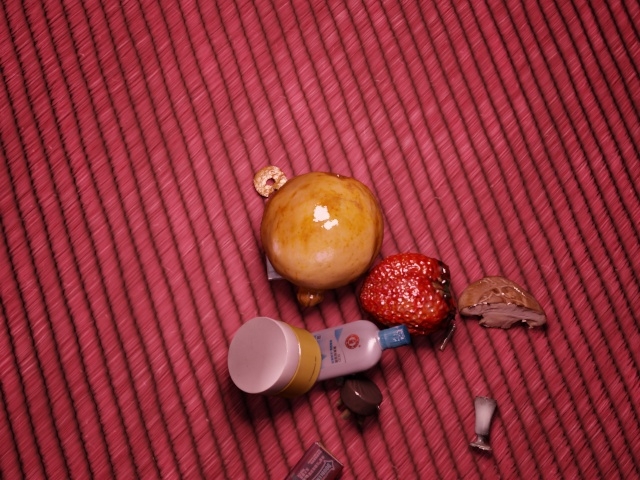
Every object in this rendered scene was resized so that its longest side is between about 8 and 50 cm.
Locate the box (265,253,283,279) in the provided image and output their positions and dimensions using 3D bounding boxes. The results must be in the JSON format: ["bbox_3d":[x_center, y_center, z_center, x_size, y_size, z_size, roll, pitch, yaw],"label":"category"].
[{"bbox_3d":[-0.136,0.049,1.886,0.084,0.040,0.154,-6,80,-3],"label":"box"}]

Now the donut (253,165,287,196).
[{"bbox_3d":[-0.166,-0.195,1.923,0.108,0.043,0.097,-21,83,-7],"label":"donut"}]

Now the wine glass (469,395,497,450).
[{"bbox_3d":[0.513,0.573,1.836,0.072,0.072,0.155,11,80,-3],"label":"wine glass"}]

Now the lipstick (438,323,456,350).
[{"bbox_3d":[0.413,0.315,1.895,0.019,0.019,0.094,33,79,1],"label":"lipstick"}]

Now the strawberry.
[{"bbox_3d":[0.266,0.177,1.807,0.289,0.238,0.250,-11,51,1],"label":"strawberry"}]

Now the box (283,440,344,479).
[{"bbox_3d":[-0.041,0.732,1.765,0.120,0.069,0.224,42,78,3],"label":"box"}]

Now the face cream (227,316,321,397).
[{"bbox_3d":[-0.132,0.348,1.719,0.218,0.179,0.218,-13,66,30],"label":"face cream"}]

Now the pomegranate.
[{"bbox_3d":[0.000,0.000,1.740,0.411,0.410,0.409,1,80,-4],"label":"pomegranate"}]

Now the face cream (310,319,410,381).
[{"bbox_3d":[0.103,0.322,1.757,0.337,0.080,0.163,-18,53,22],"label":"face cream"}]

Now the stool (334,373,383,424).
[{"bbox_3d":[0.101,0.464,1.794,0.217,0.125,0.121,47,116,33],"label":"stool"}]

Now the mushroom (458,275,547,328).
[{"bbox_3d":[0.586,0.189,1.889,0.286,0.156,0.151,9,52,-4],"label":"mushroom"}]
